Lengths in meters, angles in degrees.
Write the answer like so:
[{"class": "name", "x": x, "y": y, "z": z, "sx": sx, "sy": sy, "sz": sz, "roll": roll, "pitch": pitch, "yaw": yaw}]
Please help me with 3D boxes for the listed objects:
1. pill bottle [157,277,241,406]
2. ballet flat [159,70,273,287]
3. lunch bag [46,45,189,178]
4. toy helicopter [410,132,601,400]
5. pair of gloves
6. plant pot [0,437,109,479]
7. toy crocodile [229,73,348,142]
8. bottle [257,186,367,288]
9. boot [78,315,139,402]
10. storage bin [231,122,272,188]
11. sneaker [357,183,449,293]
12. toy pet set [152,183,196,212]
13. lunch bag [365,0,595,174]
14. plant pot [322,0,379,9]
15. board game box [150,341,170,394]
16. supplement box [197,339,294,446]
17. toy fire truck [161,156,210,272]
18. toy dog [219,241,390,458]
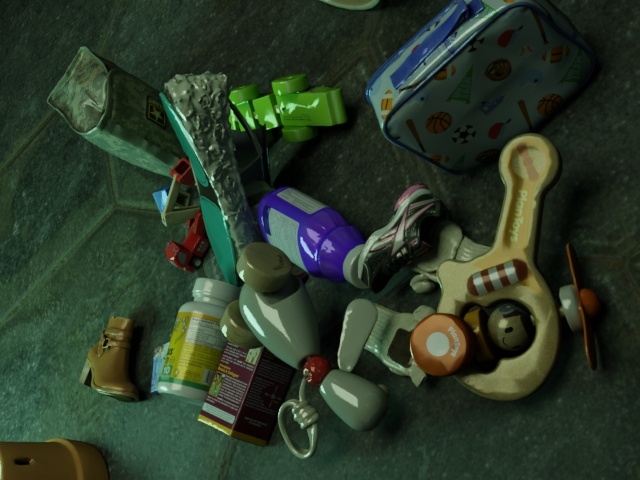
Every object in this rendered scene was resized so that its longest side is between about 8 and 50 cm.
[{"class": "pill bottle", "x": -0.201, "y": 0.176, "z": 1.950, "sx": 0.117, "sy": 0.117, "sz": 0.209, "roll": -2, "pitch": 69, "yaw": 48}, {"class": "ballet flat", "x": -0.150, "y": -0.103, "z": 1.920, "sx": 0.146, "sy": 0.409, "sz": 0.147, "roll": -12, "pitch": 30, "yaw": 7}, {"class": "lunch bag", "x": -0.395, "y": -0.249, "z": 2.308, "sx": 0.169, "sy": 0.235, "sz": 0.287, "roll": -55, "pitch": 39, "yaw": 6}, {"class": "toy helicopter", "x": 0.270, "y": 0.036, "z": 1.480, "sx": 0.234, "sy": 0.140, "sz": 0.355, "roll": 9, "pitch": 87, "yaw": 27}, {"class": "pair of gloves", "x": 0.151, "y": 0.083, "z": 1.670, "sx": 0.204, "sy": 0.042, "sz": 0.240, "roll": 32, "pitch": 93, "yaw": 51}, {"class": "plant pot", "x": -0.563, "y": 0.496, "z": 2.107, "sx": 0.290, "sy": 0.203, "sz": 0.291, "roll": -27, "pitch": 50, "yaw": 37}, {"class": "toy crocodile", "x": -0.074, "y": -0.242, "z": 2.062, "sx": 0.340, "sy": 0.105, "sz": 0.115, "roll": 0, "pitch": 111, "yaw": 47}, {"class": "bottle", "x": 0.000, "y": 0.000, "z": 1.819, "sx": 0.092, "sy": 0.118, "sz": 0.283, "roll": -27, "pitch": 30, "yaw": -22}, {"class": "boot", "x": -0.389, "y": 0.225, "z": 2.172, "sx": 0.197, "sy": 0.073, "sz": 0.152, "roll": 12, "pitch": 75, "yaw": 48}, {"class": "storage bin", "x": -0.135, "y": -0.138, "z": 2.015, "sx": 0.098, "sy": 0.091, "sz": 0.135, "roll": -99, "pitch": 5, "yaw": -58}, {"class": "sneaker", "x": 0.124, "y": 0.005, "z": 1.662, "sx": 0.077, "sy": 0.072, "sz": 0.178, "roll": 38, "pitch": 102, "yaw": 41}, {"class": "toy pet set", "x": -0.271, "y": -0.099, "z": 2.223, "sx": 0.114, "sy": 0.065, "sz": 0.122, "roll": -12, "pitch": 60, "yaw": 44}, {"class": "lunch bag", "x": 0.226, "y": -0.242, "z": 1.606, "sx": 0.303, "sy": 0.243, "sz": 0.115, "roll": -43, "pitch": 43, "yaw": 25}, {"class": "plant pot", "x": 0.043, "y": -0.637, "z": 2.007, "sx": 0.333, "sy": 0.334, "sz": 0.306, "roll": 19, "pitch": 74, "yaw": 51}, {"class": "board game box", "x": -0.276, "y": 0.231, "z": 2.080, "sx": 0.090, "sy": 0.020, "sz": 0.090, "roll": -24, "pitch": 53, "yaw": 37}, {"class": "supplement box", "x": -0.114, "y": 0.230, "z": 1.851, "sx": 0.104, "sy": 0.080, "sz": 0.188, "roll": 13, "pitch": 79, "yaw": 51}, {"class": "toy fire truck", "x": -0.251, "y": -0.045, "z": 2.113, "sx": 0.047, "sy": 0.135, "sz": 0.192, "roll": 36, "pitch": 97, "yaw": 51}, {"class": "toy dog", "x": -0.007, "y": 0.146, "z": 1.717, "sx": 0.220, "sy": 0.161, "sz": 0.334, "roll": -42, "pitch": 75, "yaw": 44}]
